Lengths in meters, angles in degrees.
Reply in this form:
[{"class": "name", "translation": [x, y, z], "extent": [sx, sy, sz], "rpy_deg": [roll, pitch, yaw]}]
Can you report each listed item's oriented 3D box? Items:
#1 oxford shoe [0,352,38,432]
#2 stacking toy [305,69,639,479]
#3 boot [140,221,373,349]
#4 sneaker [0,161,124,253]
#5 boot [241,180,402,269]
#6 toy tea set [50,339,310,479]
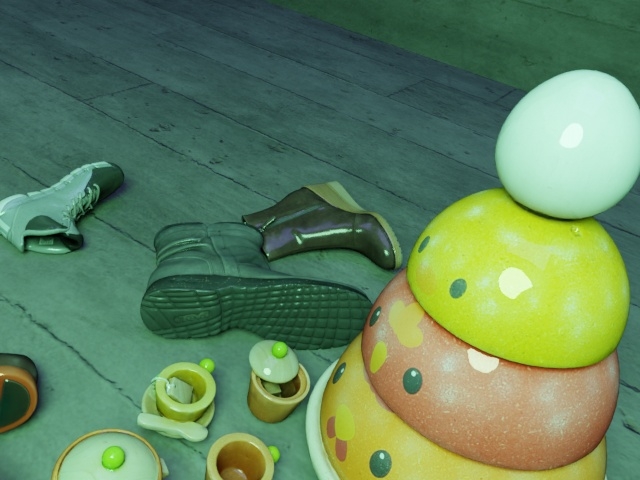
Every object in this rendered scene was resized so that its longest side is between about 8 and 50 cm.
[{"class": "oxford shoe", "translation": [-0.457, 0.174, 0.634], "extent": [0.272, 0.096, 0.098], "rpy_deg": [0, 16, -23]}, {"class": "stacking toy", "translation": [0.182, 0.064, 0.592], "extent": [0.351, 0.479, 0.350], "rpy_deg": [7, 29, -4]}, {"class": "boot", "translation": [-0.092, 0.046, 0.885], "extent": [0.339, 0.118, 0.222], "rpy_deg": [9, 29, -11]}, {"class": "sneaker", "translation": [-0.403, -0.041, 0.957], "extent": [0.229, 0.086, 0.132], "rpy_deg": [-33, 58, -33]}, {"class": "boot", "translation": [0.000, 0.000, 1.022], "extent": [0.207, 0.090, 0.248], "rpy_deg": [-25, 50, -22]}, {"class": "toy tea set", "translation": [-0.124, 0.204, 0.610], "extent": [0.200, 0.124, 0.336], "rpy_deg": [26, 36, 3]}]
